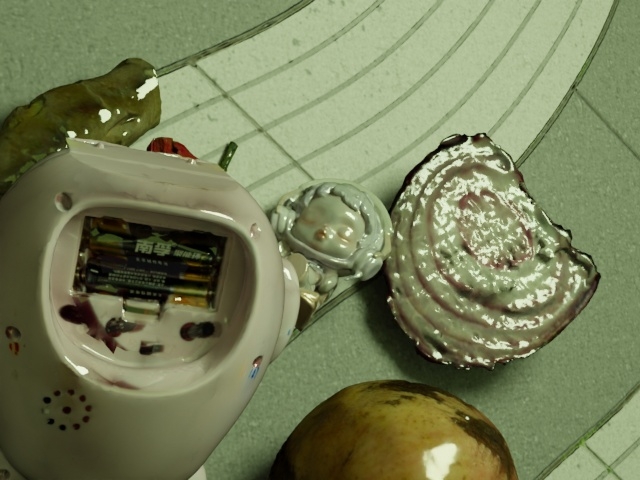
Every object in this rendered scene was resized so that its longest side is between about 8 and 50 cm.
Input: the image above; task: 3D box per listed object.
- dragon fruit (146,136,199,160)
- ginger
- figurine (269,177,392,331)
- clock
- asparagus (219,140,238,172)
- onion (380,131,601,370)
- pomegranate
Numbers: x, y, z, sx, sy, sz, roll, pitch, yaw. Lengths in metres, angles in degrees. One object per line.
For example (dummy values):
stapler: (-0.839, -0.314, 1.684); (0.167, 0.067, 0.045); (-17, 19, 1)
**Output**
dragon fruit: (-0.179, -0.047, 1.406); (0.136, 0.133, 0.166); (-2, 78, -25)
ginger: (-0.297, -0.121, 1.370); (0.116, 0.109, 0.263); (36, 54, 15)
figurine: (0.000, 0.002, 1.495); (0.162, 0.141, 0.237); (34, 55, 13)
clock: (-0.206, 0.099, 1.226); (0.368, 0.250, 0.377); (9, 99, -19)
asparagus: (-0.131, -0.081, 1.517); (0.015, 0.014, 0.114); (23, 64, -6)
onion: (0.198, 0.025, 1.627); (0.280, 0.146, 0.314); (-36, 96, -11)
pomegranate: (0.086, 0.313, 1.348); (0.322, 0.322, 0.322); (10, 70, -29)
